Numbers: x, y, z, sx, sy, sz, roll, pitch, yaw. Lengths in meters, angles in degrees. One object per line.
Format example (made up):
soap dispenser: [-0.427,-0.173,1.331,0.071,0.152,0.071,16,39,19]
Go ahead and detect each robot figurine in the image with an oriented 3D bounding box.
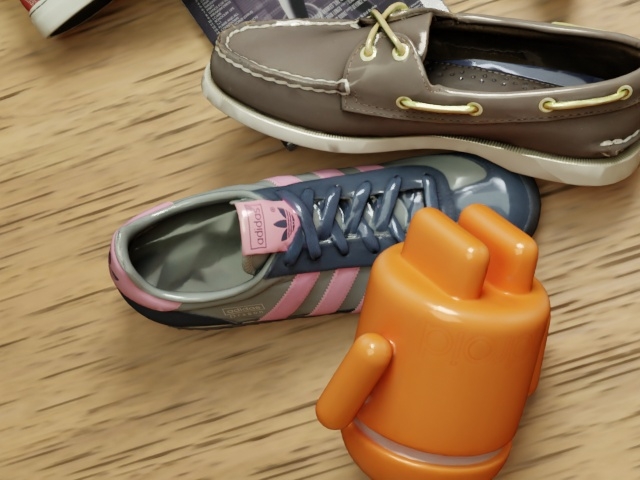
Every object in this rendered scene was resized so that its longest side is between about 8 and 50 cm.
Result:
robot figurine: [0.081,0.086,1.091,0.128,0.158,0.219,18,115,13]

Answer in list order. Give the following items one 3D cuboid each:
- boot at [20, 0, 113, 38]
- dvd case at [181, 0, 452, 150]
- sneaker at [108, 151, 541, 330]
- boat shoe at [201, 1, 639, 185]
boot: [-0.166,-0.289,1.210,0.244,0.088,0.176,-30,94,22]
dvd case: [-0.021,-0.204,1.243,0.164,0.018,0.221,-37,76,5]
sneaker: [0.000,0.000,1.144,0.319,0.131,0.112,-15,77,9]
boat shoe: [0.076,-0.120,1.130,0.324,0.096,0.116,10,45,5]
